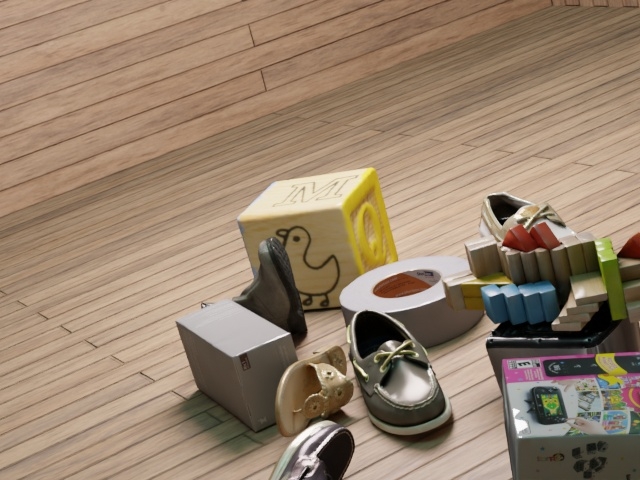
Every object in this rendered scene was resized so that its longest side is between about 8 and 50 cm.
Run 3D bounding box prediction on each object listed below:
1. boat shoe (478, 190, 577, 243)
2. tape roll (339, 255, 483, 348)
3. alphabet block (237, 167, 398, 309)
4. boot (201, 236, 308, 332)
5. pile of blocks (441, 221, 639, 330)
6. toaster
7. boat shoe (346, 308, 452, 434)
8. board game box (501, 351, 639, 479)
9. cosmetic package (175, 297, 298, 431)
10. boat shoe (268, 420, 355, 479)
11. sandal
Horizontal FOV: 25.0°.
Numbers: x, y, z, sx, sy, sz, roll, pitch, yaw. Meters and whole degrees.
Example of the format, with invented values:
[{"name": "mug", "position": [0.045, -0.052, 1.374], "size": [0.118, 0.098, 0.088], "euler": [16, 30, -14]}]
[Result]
[{"name": "boat shoe", "position": [0.345, -0.006, 2.359], "size": [0.113, 0.103, 0.302], "euler": [-22, 20, -21]}, {"name": "tape roll", "position": [0.143, 0.098, 2.263], "size": [0.219, 0.072, 0.219], "euler": [-13, 19, 4]}, {"name": "alphabet block", "position": [0.000, 0.000, 2.481], "size": [0.197, 0.192, 0.193], "euler": [-8, 21, 24]}, {"name": "boot", "position": [-0.115, 0.096, 2.279], "size": [0.161, 0.246, 0.083], "euler": [-14, 56, 0]}, {"name": "pile of blocks", "position": [0.308, 0.038, 1.889], "size": [0.362, 0.113, 0.149], "euler": [-4, 20, 31]}, {"name": "toaster", "position": [0.338, 0.139, 1.924], "size": [0.185, 0.110, 0.168], "euler": [-3, 22, 33]}, {"name": "boat shoe", "position": [0.100, 0.181, 2.016], "size": [0.109, 0.091, 0.305], "euler": [-17, 18, -8]}, {"name": "board game box", "position": [0.366, 0.210, 1.642], "size": [0.303, 0.098, 0.224], "euler": [-2, 19, 3]}, {"name": "cosmetic package", "position": [-0.118, 0.180, 2.138], "size": [0.107, 0.127, 0.238], "euler": [-24, 22, -23]}, {"name": "boat shoe", "position": [-0.021, 0.318, 1.704], "size": [0.092, 0.103, 0.285], "euler": [3, 28, 31]}, {"name": "sandal", "position": [0.013, 0.201, 2.037], "size": [0.079, 0.088, 0.240], "euler": [-9, 13, 22]}]
